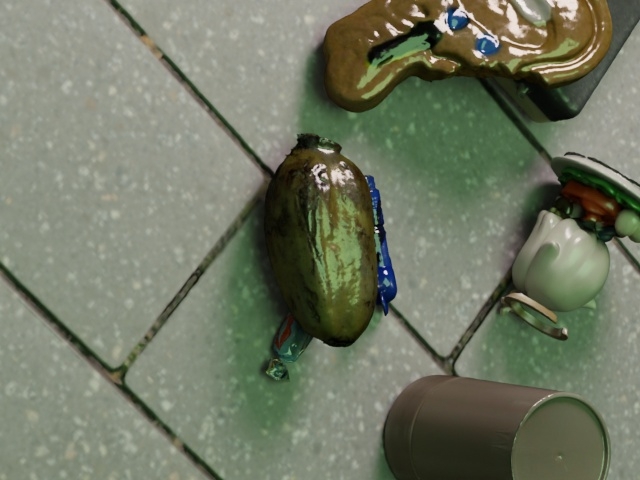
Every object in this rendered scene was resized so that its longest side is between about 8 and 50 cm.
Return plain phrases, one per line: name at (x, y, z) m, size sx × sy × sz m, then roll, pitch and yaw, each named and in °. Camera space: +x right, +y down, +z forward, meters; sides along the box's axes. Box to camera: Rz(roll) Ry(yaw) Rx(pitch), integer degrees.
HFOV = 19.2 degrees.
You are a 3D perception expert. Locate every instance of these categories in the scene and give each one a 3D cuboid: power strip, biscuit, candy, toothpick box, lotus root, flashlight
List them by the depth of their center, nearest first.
lotus root at (0.000, 0.000, 1.564) m, size 0.089 × 0.080 × 0.179 m, roll -5°, pitch 88°, yaw -22°
candy at (-0.020, 0.081, 1.588) m, size 0.030 × 0.020 × 0.083 m, roll 38°, pitch 67°, yaw -28°
toothpick box at (0.146, 0.173, 1.604) m, size 0.111 × 0.181 × 0.111 m, roll 0°, pitch 91°, yaw -32°
flashlight at (0.041, 0.005, 1.624) m, size 0.035 × 0.057 × 0.121 m, roll -11°, pitch 89°, yaw 4°
biscuit at (0.141, -0.202, 1.639) m, size 0.320 × 0.047 × 0.183 m, roll -21°, pitch 73°, yaw -15°
power strip at (0.240, -0.226, 1.740) m, size 0.105 × 0.070 × 0.256 m, roll 43°, pitch 66°, yaw -22°

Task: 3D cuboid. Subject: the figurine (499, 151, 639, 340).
figurine at (0.228, 0.015, 1.705) m, size 0.132 × 0.132 × 0.153 m, roll 38°, pitch 81°, yaw -27°
